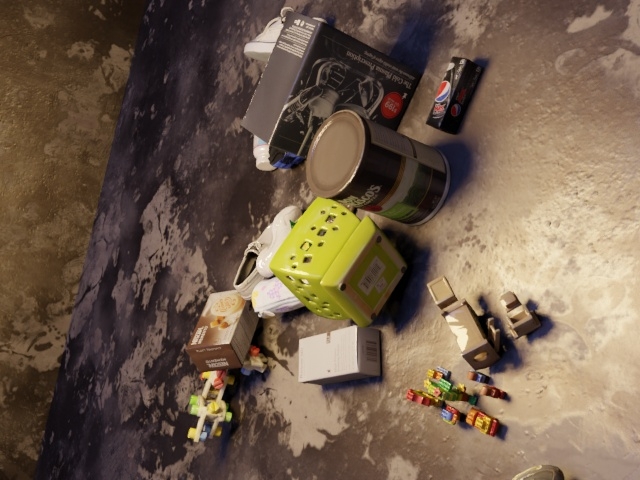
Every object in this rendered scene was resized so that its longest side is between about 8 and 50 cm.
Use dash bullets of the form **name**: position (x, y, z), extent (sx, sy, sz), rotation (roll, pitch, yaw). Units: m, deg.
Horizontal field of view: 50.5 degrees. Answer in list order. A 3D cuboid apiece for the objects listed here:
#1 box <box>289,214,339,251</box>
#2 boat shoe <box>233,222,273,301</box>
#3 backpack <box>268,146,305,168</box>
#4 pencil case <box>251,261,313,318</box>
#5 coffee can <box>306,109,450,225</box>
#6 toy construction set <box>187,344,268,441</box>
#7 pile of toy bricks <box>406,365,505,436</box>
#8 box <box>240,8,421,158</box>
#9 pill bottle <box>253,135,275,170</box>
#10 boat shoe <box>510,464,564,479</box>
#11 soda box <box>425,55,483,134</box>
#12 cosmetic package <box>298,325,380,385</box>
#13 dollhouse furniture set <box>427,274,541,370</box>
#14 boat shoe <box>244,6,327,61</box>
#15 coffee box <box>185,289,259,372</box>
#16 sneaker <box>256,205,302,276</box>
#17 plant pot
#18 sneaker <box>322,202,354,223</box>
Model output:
- **box**: position (0.000, 0.000, 1.766), extent (0.043, 0.179, 0.105), rotation (-40, 49, 38)
- **boat shoe**: position (-0.183, 0.047, 2.004), extent (0.096, 0.088, 0.268), rotation (4, 57, 38)
- **backpack**: position (-0.100, -0.268, 2.062), extent (0.120, 0.101, 0.098), rotation (-30, 53, 48)
- **pencil case**: position (-0.074, 0.137, 1.859), extent (0.273, 0.124, 0.114), rotation (-24, 96, 45)
- **coffee can**: position (0.135, -0.162, 1.567), extent (0.201, 0.275, 0.202), rotation (-23, 60, 47)
- **toy construction set**: position (-0.292, 0.422, 2.021), extent (0.328, 0.151, 0.215), rotation (-55, 16, 13)
- **pile of toy bricks**: position (0.260, 0.311, 1.373), extent (0.212, 0.105, 0.118), rotation (18, 92, 54)
- **box**: position (0.028, -0.358, 1.724), extent (0.179, 0.343, 0.313), rotation (41, 111, 50)
- **pill bottle**: position (-0.172, -0.310, 2.184), extent (0.087, 0.087, 0.160), rotation (-25, 59, 46)
- **boat shoe**: position (0.331, 0.514, 1.220), extent (0.109, 0.091, 0.305), rotation (39, 121, 6)
- **soda box**: position (0.311, -0.337, 1.582), extent (0.053, 0.060, 0.169), rotation (33, 104, 53)
- **cosmetic package**: position (0.043, 0.289, 1.686), extent (0.231, 0.085, 0.117), rotation (-23, 59, 45)
- **dollhouse furniture set**: position (0.336, 0.141, 1.379), extent (0.160, 0.101, 0.182), rotation (-31, 50, 13)
- **boat shoe**: position (-0.110, -0.670, 2.194), extent (0.367, 0.135, 0.157), rotation (10, 85, 51)
- **coffee box**: position (-0.276, 0.258, 1.975), extent (0.141, 0.098, 0.247), rotation (-11, 32, 18)
- **sneaker**: position (-0.090, 0.003, 1.950), extent (0.115, 0.090, 0.232), rotation (0, 62, 44)
- **plant pot**: position (0.056, 0.059, 1.596), extent (0.207, 0.227, 0.228), rotation (19, 67, 47)
- **sneaker**: position (0.017, -0.053, 1.867), extent (0.188, 0.071, 0.066), rotation (-26, 64, 19)
